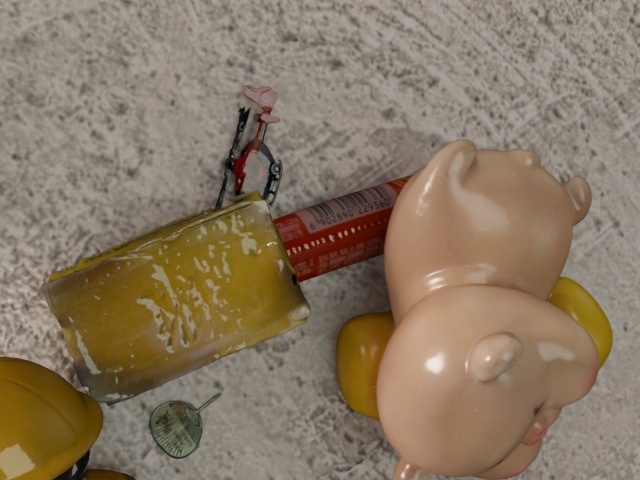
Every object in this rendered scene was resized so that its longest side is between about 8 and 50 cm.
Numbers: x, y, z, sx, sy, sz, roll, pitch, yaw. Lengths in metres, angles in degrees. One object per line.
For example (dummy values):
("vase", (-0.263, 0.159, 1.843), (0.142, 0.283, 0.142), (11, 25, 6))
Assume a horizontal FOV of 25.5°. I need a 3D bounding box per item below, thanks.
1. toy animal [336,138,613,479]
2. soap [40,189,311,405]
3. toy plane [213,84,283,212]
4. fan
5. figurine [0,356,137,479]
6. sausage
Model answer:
("toy animal", (0.182, 0.099, 1.390), (0.277, 0.247, 0.345), (16, 114, -12))
("soap", (-0.137, 0.056, 1.354), (0.233, 0.076, 0.135), (-22, 102, 1))
("toy plane", (-0.068, -0.085, 1.439), (0.060, 0.037, 0.145), (13, 91, -14))
("fan", (-0.142, 0.180, 1.436), (0.060, 0.003, 0.080), (29, 81, -24))
("figurine", (-0.263, 0.210, 1.300), (0.257, 0.192, 0.167), (47, 45, -43))
("sausage", (0.000, 0.000, 1.454), (0.274, 0.074, 0.074), (-19, 100, -23))
